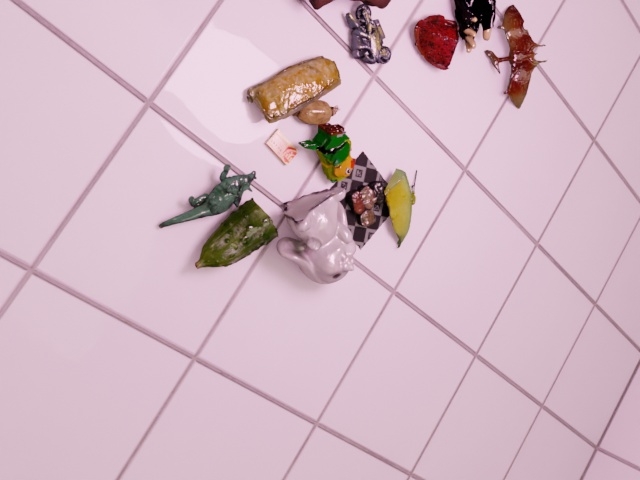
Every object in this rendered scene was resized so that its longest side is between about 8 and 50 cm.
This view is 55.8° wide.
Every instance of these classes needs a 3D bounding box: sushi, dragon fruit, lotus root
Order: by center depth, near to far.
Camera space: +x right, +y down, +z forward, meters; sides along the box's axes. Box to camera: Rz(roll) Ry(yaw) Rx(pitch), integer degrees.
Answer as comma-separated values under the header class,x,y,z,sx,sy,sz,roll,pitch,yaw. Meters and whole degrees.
class,x,y,z,sx,sy,sz,roll,pitch,yaw
lotus root,-0.010,-0.371,1.752,0.151,0.063,0.072,-11,94,-25
sushi,0.143,-0.121,1.896,0.220,0.047,0.231,-50,119,-14
dragon fruit,0.360,-0.638,1.925,0.160,0.121,0.127,17,133,-8

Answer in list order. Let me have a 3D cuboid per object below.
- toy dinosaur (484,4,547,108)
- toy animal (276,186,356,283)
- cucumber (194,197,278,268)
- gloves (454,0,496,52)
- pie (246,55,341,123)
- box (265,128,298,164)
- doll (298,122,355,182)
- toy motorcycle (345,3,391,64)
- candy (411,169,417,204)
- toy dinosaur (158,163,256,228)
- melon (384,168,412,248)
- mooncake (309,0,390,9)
class,x,y,z,sx,sy,sz,roll,pitch,yaw
toy dinosaur,0.684,-0.631,2.114,0.206,0.113,0.327,-34,106,7
toy animal,-0.014,-0.005,1.755,0.249,0.174,0.290,-14,105,-40
cucumber,-0.238,0.002,1.649,0.244,0.134,0.134,-35,115,-13
gloves,0.493,-0.716,1.960,0.164,0.124,0.204,10,108,-23
pie,-0.070,-0.428,1.690,0.282,0.068,0.129,-33,90,-18
box,-0.110,-0.268,1.737,0.093,0.015,0.058,46,73,-28
doll,0.033,-0.254,1.773,0.134,0.106,0.186,-42,134,-9
toy motorcycle,0.134,-0.596,1.800,0.124,0.061,0.193,-41,118,-16
candy,0.306,-0.175,1.998,0.035,0.035,0.123,14,83,-15
toy dinosaur,-0.290,-0.114,1.609,0.291,0.079,0.120,-27,147,-28
melon,0.253,-0.094,1.943,0.114,0.053,0.262,-30,123,-38
mooncake,0.083,-0.771,1.638,0.325,0.174,0.334,-30,148,-1
